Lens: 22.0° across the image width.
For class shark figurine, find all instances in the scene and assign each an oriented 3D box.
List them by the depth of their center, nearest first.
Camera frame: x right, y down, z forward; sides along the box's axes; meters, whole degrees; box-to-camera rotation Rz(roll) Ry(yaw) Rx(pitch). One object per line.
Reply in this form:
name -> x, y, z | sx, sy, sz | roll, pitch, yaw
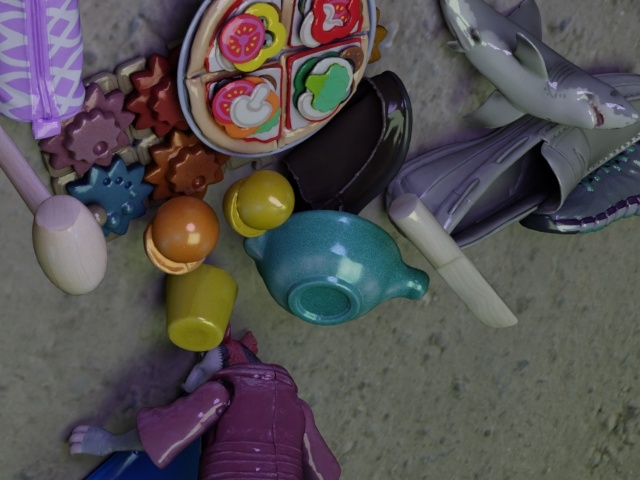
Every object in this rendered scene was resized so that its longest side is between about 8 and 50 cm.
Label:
shark figurine -> 0.172, -0.213, 1.536 | 0.278, 0.166, 0.116 | 49, 54, -23

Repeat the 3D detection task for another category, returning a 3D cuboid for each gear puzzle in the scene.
gear puzzle -> -0.080, -0.111, 1.443 | 0.339, 0.044, 0.175 | -27, 135, -18

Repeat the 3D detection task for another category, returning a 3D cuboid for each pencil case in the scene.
pencil case -> -0.220, -0.187, 1.244 | 0.086, 0.088, 0.206 | -18, 133, -22

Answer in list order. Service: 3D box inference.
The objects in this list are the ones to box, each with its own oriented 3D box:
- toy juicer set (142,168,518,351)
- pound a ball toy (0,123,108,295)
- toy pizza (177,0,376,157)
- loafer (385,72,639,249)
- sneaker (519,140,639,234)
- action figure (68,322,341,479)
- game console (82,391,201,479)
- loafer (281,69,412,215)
toy juicer set -> 0.000, 0.000, 1.460 | 0.329, 0.089, 0.209 | -4, 139, 12
pound a ball toy -> -0.294, -0.011, 1.157 | 0.208, 0.319, 0.135 | -30, 137, -15
toy pizza -> -0.030, -0.156, 1.396 | 0.201, 0.032, 0.201 | -22, 132, -27
loafer -> 0.219, -0.072, 1.650 | 0.319, 0.111, 0.112 | -27, 136, -16
sneaker -> 0.299, -0.070, 1.758 | 0.224, 0.083, 0.098 | -13, 110, -35
action figure -> -0.073, 0.227, 1.516 | 0.248, 0.370, 0.276 | 9, 152, -28
game console -> -0.148, 0.302, 1.742 | 0.293, 0.173, 0.250 | -40, 169, -2
loafer -> 0.009, -0.062, 1.511 | 0.078, 0.080, 0.220 | 8, 125, -37
